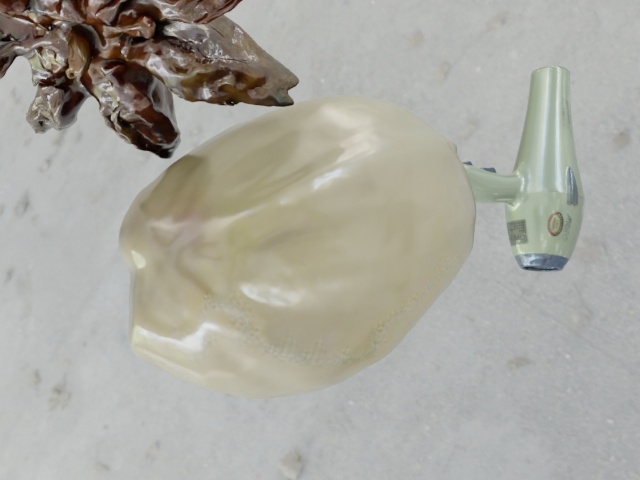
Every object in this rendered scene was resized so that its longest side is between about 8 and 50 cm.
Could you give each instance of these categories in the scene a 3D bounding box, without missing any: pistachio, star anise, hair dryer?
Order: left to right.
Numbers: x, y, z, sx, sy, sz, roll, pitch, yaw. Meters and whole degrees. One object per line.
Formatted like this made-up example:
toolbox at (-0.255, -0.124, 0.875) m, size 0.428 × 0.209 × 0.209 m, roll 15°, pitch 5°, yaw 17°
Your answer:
star anise at (-0.138, -0.138, 0.498) m, size 0.288 × 0.288 × 0.088 m, roll -27°, pitch 51°, yaw 33°
pistachio at (0.000, 0.000, 0.629) m, size 0.208 × 0.332 × 0.226 m, roll 47°, pitch 143°, yaw 19°
hair dryer at (0.275, -0.137, 1.167) m, size 0.119 × 0.298 × 0.296 m, roll -12°, pitch 51°, yaw 60°
